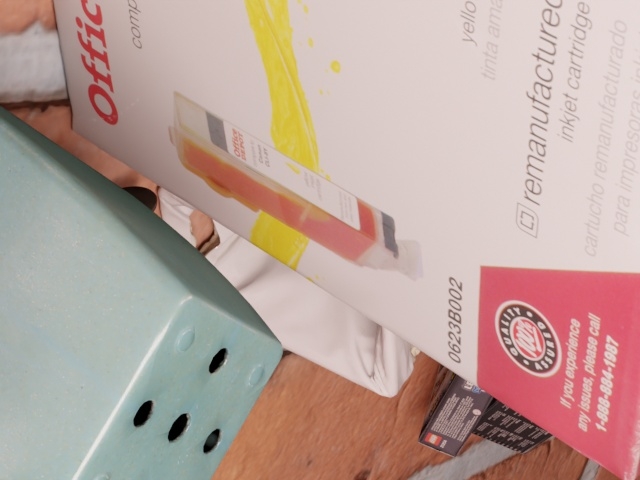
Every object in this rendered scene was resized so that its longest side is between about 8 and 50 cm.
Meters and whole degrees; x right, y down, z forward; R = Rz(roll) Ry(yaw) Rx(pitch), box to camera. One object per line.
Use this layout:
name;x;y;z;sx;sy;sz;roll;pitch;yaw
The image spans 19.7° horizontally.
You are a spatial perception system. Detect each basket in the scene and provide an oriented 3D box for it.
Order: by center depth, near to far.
basket;0.000;0.000;1.132;0.103;0.167;0.113;-50;151;-30

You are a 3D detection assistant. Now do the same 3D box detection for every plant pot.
plant pot;-0.148;0.028;0.828;0.165;0.234;0.165;-60;153;-3

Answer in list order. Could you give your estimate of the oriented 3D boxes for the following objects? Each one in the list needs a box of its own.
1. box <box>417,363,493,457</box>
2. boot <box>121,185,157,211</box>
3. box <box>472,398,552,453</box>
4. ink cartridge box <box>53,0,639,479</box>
box;0.137;0.070;1.465;0.207;0.036;0.114;114;-3;-48
boot;-0.128;0.033;1.080;0.106;0.037;0.114;-36;143;-16
box;0.202;0.041;1.460;0.270;0.060;0.216;117;-5;-71
ink cartridge box;0.047;-0.108;0.872;0.160;0.385;0.279;-39;146;-31
